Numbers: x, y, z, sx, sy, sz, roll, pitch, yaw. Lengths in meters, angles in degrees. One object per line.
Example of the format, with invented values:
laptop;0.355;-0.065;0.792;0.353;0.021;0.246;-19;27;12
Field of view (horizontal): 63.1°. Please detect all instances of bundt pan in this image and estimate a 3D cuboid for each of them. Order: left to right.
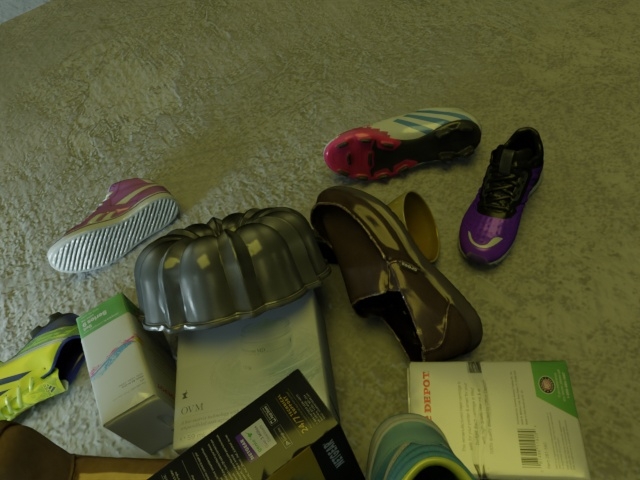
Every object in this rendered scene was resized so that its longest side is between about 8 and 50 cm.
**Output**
bundt pan;-0.155;0.029;0.869;0.331;0.124;0.331;-14;12;3

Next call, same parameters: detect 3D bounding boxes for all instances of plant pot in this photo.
plant pot;0.144;-0.013;0.953;0.095;0.134;0.134;-19;45;33

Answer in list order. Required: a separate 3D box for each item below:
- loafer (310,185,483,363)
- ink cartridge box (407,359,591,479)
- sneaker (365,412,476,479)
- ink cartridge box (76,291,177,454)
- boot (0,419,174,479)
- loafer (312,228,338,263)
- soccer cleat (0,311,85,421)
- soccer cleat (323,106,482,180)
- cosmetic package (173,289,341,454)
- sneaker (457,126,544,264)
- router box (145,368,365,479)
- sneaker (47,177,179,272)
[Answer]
loafer;0.095;0.053;0.845;0.130;0.133;0.366;-30;63;-29
ink cartridge box;0.235;0.258;0.727;0.220;0.092;0.160;-3;54;12
sneaker;0.095;0.361;0.550;0.127;0.208;0.318;4;81;-1
ink cartridge box;-0.299;0.216;0.848;0.093;0.154;0.212;-31;53;-9
boot;-0.268;0.303;0.677;0.270;0.236;0.089;6;57;-4
loafer;0.000;0.000;1.009;0.170;0.062;0.061;12;52;20
soccer cleat;-0.514;0.254;0.913;0.121;0.093;0.289;29;64;23
soccer cleat;0.171;-0.213;1.116;0.331;0.116;0.143;-8;35;5
cosmetic package;-0.096;0.213;0.815;0.224;0.138;0.224;-13;49;3
sneaker;0.330;-0.097;0.949;0.102;0.146;0.293;19;59;26
router box;-0.071;0.312;0.619;0.243;0.308;0.081;-34;53;-13
sneaker;-0.464;-0.043;1.135;0.282;0.102;0.161;-31;48;-25
